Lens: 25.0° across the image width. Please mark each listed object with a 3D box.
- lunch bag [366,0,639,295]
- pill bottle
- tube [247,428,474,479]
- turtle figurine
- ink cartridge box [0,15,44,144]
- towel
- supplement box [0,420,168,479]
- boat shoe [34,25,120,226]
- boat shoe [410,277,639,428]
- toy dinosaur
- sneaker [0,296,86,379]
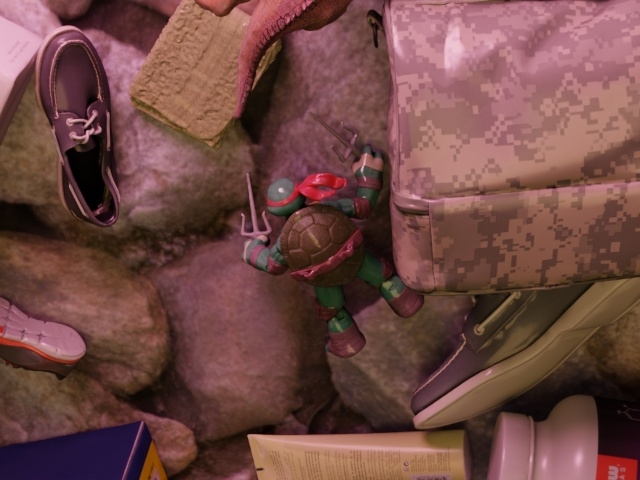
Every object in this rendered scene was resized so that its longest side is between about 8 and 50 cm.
[{"bbox_3d":[0.204,-0.111,1.288,0.305,0.212,0.256,-4,118,7],"label":"lunch bag"},{"bbox_3d":[0.337,0.258,1.475,0.323,0.181,0.181,7,117,1],"label":"pill bottle"},{"bbox_3d":[0.043,0.241,1.569,0.240,0.062,0.070,-7,72,14],"label":"tube"},{"bbox_3d":[0.000,0.000,1.423,0.175,0.118,0.234,-25,117,16],"label":"turtle figurine"},{"bbox_3d":[-0.470,-0.173,1.374,0.353,0.119,0.207,27,116,-7],"label":"ink cartridge box"},{"bbox_3d":[-0.112,-0.167,1.395,0.110,0.027,0.148,29,116,-8],"label":"towel"},{"bbox_3d":[-0.245,0.410,1.598,0.194,0.195,0.356,-12,115,11],"label":"supplement box"},{"bbox_3d":[-0.225,-0.106,1.400,0.075,0.065,0.206,-20,125,-27],"label":"boat shoe"},{"bbox_3d":[0.204,0.082,1.468,0.319,0.116,0.099,-42,63,29],"label":"boat shoe"},{"bbox_3d":[0.011,-0.241,1.238,0.295,0.200,0.127,-56,131,-15],"label":"toy dinosaur"},{"bbox_3d":[-0.332,0.109,1.536,0.158,0.061,0.065,24,122,-6],"label":"sneaker"}]
